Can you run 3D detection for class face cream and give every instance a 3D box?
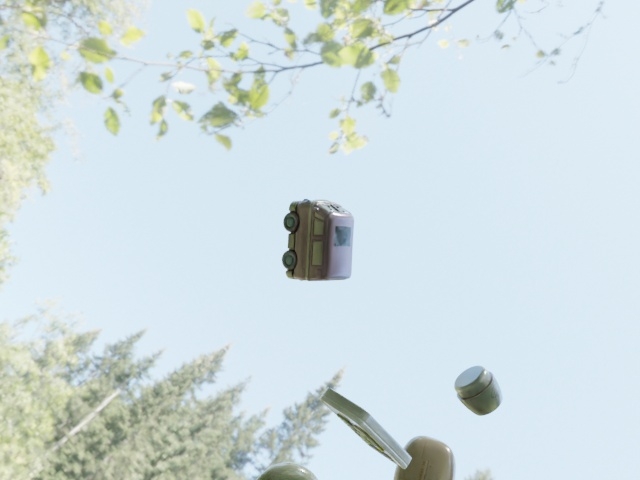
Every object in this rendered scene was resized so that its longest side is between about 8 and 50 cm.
[{"bbox_3d":[0.432,0.410,1.622,0.117,0.117,0.104,-31,-81,42],"label":"face cream"}]

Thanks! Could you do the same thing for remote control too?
[{"bbox_3d":[0.088,0.350,1.096,0.103,0.034,0.250,22,-22,40],"label":"remote control"}]

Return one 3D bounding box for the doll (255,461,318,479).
[{"bbox_3d":[-0.049,0.481,0.743,0.214,0.370,0.226,5,-77,-14],"label":"doll"}]

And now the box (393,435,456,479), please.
[{"bbox_3d":[0.257,0.585,1.466,0.145,0.200,0.088,13,-37,14],"label":"box"}]

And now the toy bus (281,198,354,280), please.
[{"bbox_3d":[0.000,0.000,1.466,0.142,0.142,0.203,3,-90,39],"label":"toy bus"}]
